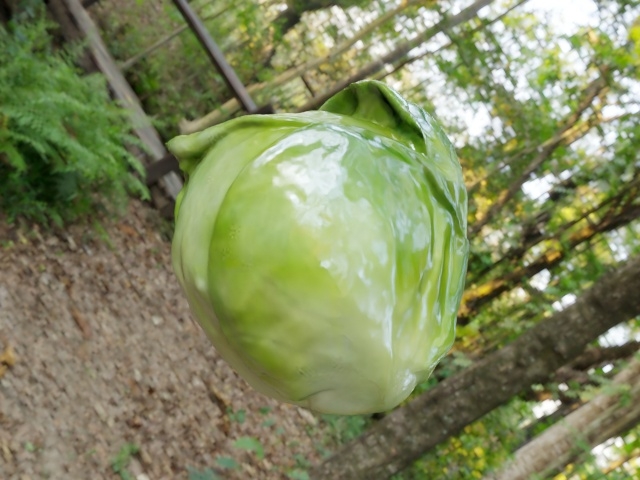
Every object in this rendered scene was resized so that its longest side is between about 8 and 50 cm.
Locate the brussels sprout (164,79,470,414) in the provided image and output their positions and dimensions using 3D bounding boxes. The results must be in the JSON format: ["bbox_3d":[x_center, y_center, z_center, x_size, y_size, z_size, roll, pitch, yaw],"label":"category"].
[{"bbox_3d":[0.003,0.000,0.770,0.227,0.260,0.294,-11,-102,50],"label":"brussels sprout"}]
